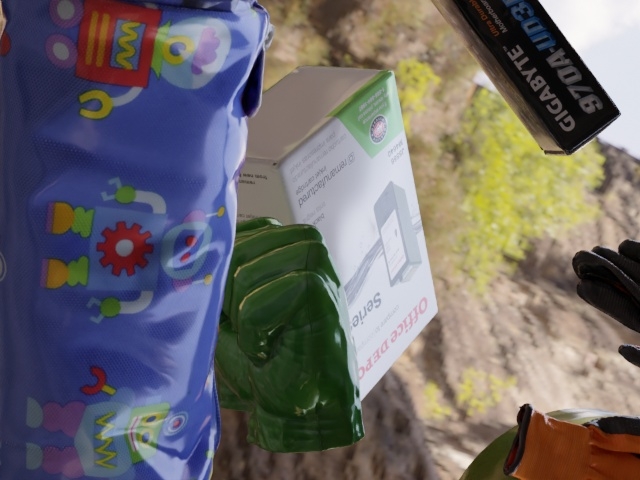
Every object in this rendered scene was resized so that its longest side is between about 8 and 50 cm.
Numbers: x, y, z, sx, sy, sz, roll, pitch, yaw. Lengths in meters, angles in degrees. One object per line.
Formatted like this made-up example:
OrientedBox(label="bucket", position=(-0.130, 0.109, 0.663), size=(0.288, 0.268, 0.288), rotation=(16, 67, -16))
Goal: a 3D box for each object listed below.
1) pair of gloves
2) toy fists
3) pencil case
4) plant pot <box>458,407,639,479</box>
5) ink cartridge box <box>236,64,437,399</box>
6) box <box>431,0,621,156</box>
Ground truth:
OrientedBox(label="pair of gloves", position=(0.091, 0.044, 0.373), size=(0.083, 0.074, 0.010), rotation=(-66, -170, -26))
OrientedBox(label="toy fists", position=(-0.042, 0.058, 0.994), size=(0.279, 0.096, 0.142), rotation=(-166, -110, -78))
OrientedBox(label="pencil case", position=(-0.098, 0.002, 0.682), size=(0.119, 0.133, 0.306), rotation=(-127, -139, -62))
OrientedBox(label="plant pot", position=(0.249, 0.274, 0.984), size=(0.367, 0.366, 0.353), rotation=(-67, -163, 1))
OrientedBox(label="ink cartridge box", position=(0.000, 0.000, 1.305), size=(0.114, 0.273, 0.198), rotation=(7, -146, 34))
OrientedBox(label="box", position=(0.131, -0.164, 1.037), size=(0.051, 0.220, 0.175), rotation=(-37, -179, 5))
